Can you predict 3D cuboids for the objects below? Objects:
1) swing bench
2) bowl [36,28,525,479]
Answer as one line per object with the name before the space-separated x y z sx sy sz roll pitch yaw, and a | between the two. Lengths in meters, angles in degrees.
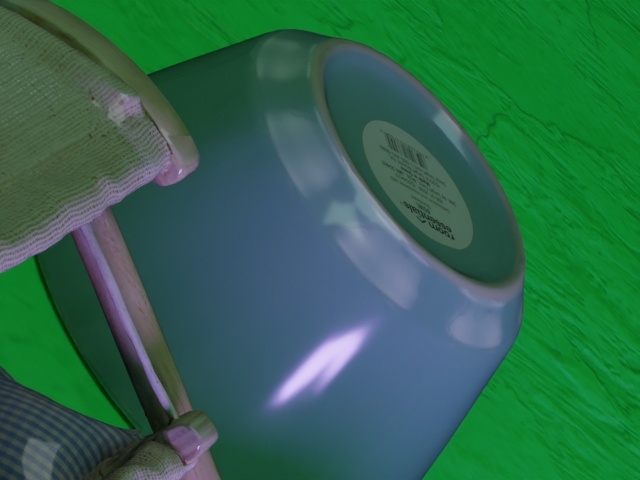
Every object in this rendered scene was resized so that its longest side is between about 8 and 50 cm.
swing bench | -0.151 0.048 0.665 0.253 0.165 0.254 -41 131 -63
bowl | 0.000 0.000 1.112 0.311 0.163 0.311 38 28 -25
